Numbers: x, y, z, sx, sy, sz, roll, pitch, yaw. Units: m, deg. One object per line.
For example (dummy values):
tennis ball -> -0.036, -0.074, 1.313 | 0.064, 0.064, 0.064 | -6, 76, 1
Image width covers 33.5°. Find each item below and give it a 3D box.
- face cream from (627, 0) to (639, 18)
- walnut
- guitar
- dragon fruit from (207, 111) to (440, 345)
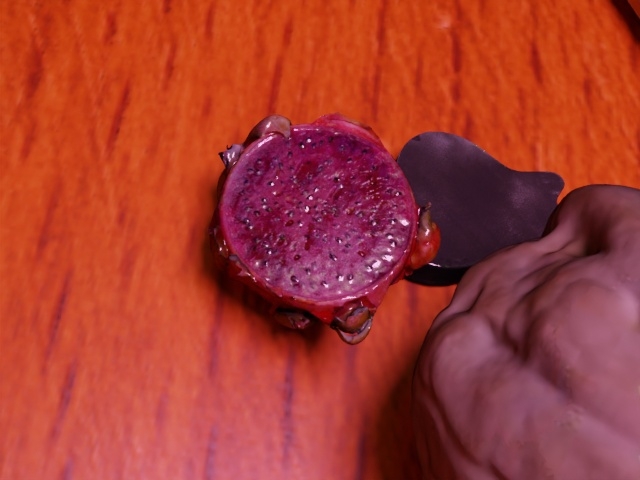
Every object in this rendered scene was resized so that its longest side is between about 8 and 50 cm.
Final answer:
face cream -> 0.240, -0.162, 0.680 | 0.078, 0.078, 0.273 | -18, 68, -21
walnut -> 0.144, 0.073, 0.462 | 0.224, 0.224, 0.224 | 6, 62, -11
guitar -> 0.147, 0.000, 0.603 | 0.233, 0.025, 0.088 | 13, 60, -6
dragon fruit -> 0.000, -0.005, 0.549 | 0.126, 0.068, 0.112 | 37, 67, 19
